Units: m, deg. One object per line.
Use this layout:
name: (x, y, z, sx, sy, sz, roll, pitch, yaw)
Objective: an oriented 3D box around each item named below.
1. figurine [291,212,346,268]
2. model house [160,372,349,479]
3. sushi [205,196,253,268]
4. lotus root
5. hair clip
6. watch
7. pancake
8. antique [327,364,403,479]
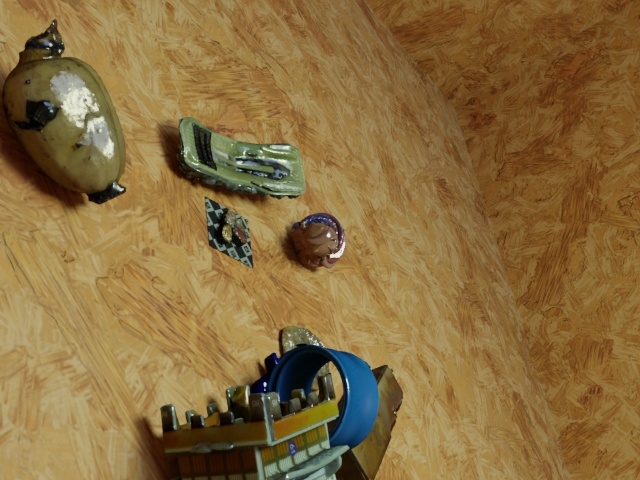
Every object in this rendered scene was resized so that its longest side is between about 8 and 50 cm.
figurine: (-0.006, 0.007, 1.521, 0.126, 0.114, 0.157, 41, 13, -6)
model house: (-0.084, 0.309, 0.975, 0.224, 0.198, 0.215, 3, 74, -62)
sushi: (-0.164, -0.021, 1.363, 0.126, 0.026, 0.120, 32, 37, -46)
lotus root: (-0.366, -0.170, 1.016, 0.154, 0.140, 0.257, -66, 134, -75)
hair clip: (-0.166, -0.148, 1.425, 0.321, 0.091, 0.138, 11, 62, -44)
watch: (-0.009, 0.255, 1.171, 0.171, 0.200, 0.196, 9, 60, -55)
pancake: (-0.028, 0.223, 1.367, 0.139, 0.022, 0.139, 42, 31, -34)
antique: (0.080, 0.352, 1.362, 0.093, 0.087, 0.310, 60, 25, -7)
